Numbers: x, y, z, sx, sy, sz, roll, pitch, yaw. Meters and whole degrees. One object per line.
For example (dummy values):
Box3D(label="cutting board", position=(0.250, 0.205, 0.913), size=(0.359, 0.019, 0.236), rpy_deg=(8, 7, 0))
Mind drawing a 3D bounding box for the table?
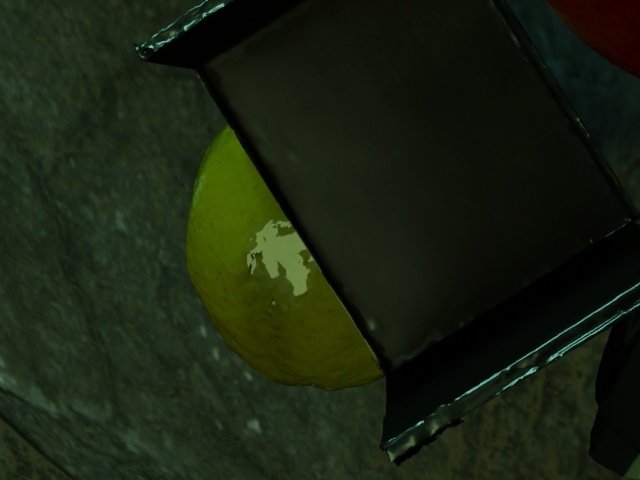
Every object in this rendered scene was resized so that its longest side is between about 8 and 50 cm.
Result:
Box3D(label="table", position=(0.057, -0.055, 0.831), size=(0.196, 0.282, 0.251), rpy_deg=(-31, 92, 5))

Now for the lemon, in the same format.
Box3D(label="lemon", position=(0.000, 0.000, 1.088), size=(0.204, 0.204, 0.260), rpy_deg=(11, 131, 22))

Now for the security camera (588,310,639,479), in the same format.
Box3D(label="security camera", position=(0.341, 0.090, 0.976), size=(0.277, 0.197, 0.191), rpy_deg=(25, 137, 5))

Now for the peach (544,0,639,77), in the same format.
Box3D(label="peach", position=(0.244, -0.236, 0.704), size=(0.370, 0.370, 0.370), rpy_deg=(14, 125, 21))
